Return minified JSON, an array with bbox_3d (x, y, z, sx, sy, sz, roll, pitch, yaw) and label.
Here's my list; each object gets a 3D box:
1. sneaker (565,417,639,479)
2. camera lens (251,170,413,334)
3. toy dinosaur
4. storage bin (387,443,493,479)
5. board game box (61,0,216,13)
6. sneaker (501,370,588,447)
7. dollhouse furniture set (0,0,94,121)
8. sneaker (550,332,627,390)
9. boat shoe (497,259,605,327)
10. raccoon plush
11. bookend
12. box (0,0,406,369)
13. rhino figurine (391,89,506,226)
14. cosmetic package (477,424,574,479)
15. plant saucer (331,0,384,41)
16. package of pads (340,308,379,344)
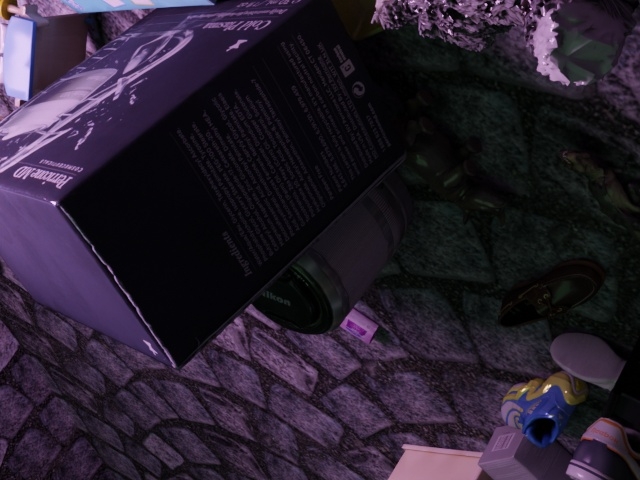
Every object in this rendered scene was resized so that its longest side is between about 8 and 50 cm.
[{"bbox_3d":[0.539,0.404,1.713,0.126,0.127,0.321,20,168,38],"label":"sneaker"},{"bbox_3d":[0.000,0.000,1.601,0.219,0.274,0.219,27,146,20],"label":"camera lens"},{"bbox_3d":[0.429,-0.039,1.325,0.268,0.064,0.118,51,153,-22],"label":"toy dinosaur"},{"bbox_3d":[0.314,0.590,2.157,0.262,0.123,0.260,-8,126,49],"label":"storage bin"},{"bbox_3d":[-0.346,-0.448,1.485,0.336,0.079,0.254,8,165,39],"label":"board game box"},{"bbox_3d":[0.376,0.314,1.747,0.091,0.126,0.240,38,147,2],"label":"sneaker"},{"bbox_3d":[-0.528,-0.316,1.800,0.198,0.286,0.303,18,114,17],"label":"dollhouse furniture set"},{"bbox_3d":[0.475,0.221,1.589,0.212,0.080,0.094,21,155,25],"label":"sneaker"},{"bbox_3d":[0.360,0.093,1.543,0.073,0.073,0.207,44,146,-6],"label":"boat shoe"},{"bbox_3d":[0.158,-0.247,1.025,0.216,0.446,0.299,28,135,-6],"label":"raccoon plush"},{"bbox_3d":[0.525,0.222,1.453,0.156,0.157,0.072,26,146,22],"label":"bookend"},{"bbox_3d":[-0.225,-0.113,1.441,0.480,0.472,0.297,12,140,51],"label":"box"},{"bbox_3d":[0.194,-0.108,1.463,0.243,0.073,0.106,45,145,-11],"label":"rhino figurine"},{"bbox_3d":[0.439,0.468,1.900,0.238,0.107,0.127,42,148,-9],"label":"cosmetic package"},{"bbox_3d":[0.062,-0.374,1.292,0.188,0.045,0.188,-11,122,52],"label":"plant saucer"},{"bbox_3d":[0.075,0.168,1.961,0.083,0.032,0.050,32,149,11],"label":"package of pads"}]
